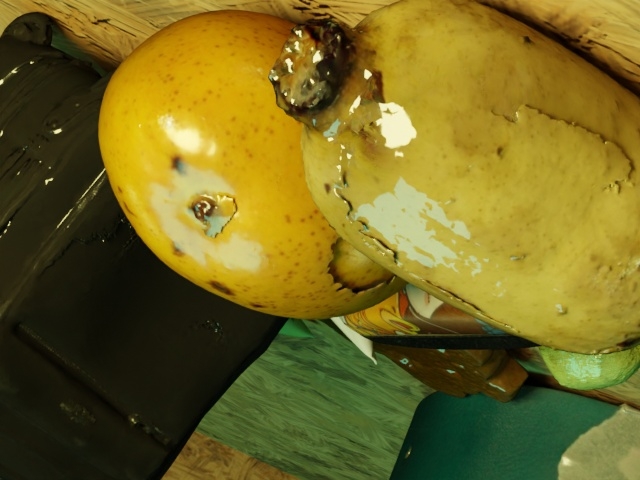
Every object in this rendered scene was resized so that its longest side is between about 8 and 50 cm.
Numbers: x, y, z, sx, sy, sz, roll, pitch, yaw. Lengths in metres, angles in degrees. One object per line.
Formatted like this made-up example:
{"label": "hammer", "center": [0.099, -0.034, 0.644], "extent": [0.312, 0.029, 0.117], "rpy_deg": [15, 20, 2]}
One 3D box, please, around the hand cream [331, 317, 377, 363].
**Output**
{"label": "hand cream", "center": [0.000, 0.000, 1.444], "extent": [0.083, 0.133, 0.248], "rpy_deg": [-18, 152, 9]}

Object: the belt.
{"label": "belt", "center": [0.236, 0.274, 1.873], "extent": [0.300, 0.173, 0.436], "rpy_deg": [27, 165, -15]}

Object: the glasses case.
{"label": "glasses case", "center": [0.106, 0.012, 1.263], "extent": [0.082, 0.122, 0.321], "rpy_deg": [31, 164, -22]}

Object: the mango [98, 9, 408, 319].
{"label": "mango", "center": [-0.016, -0.038, 1.165], "extent": [0.191, 0.160, 0.290], "rpy_deg": [51, -163, 27]}

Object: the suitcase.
{"label": "suitcase", "center": [-0.204, 0.044, 1.428], "extent": [0.188, 0.339, 0.345], "rpy_deg": [32, 171, 36]}

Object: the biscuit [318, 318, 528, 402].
{"label": "biscuit", "center": [0.057, 0.068, 1.701], "extent": [0.301, 0.043, 0.278], "rpy_deg": [26, 168, 1]}

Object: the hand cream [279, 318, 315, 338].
{"label": "hand cream", "center": [-0.071, 0.064, 1.901], "extent": [0.095, 0.046, 0.175], "rpy_deg": [18, 170, 22]}

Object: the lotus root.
{"label": "lotus root", "center": [0.097, -0.040, 1.026], "extent": [0.284, 0.160, 0.146], "rpy_deg": [27, 171, -22]}

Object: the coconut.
{"label": "coconut", "center": [0.207, 0.072, 1.382], "extent": [0.096, 0.088, 0.088], "rpy_deg": [-3, 149, 48]}
